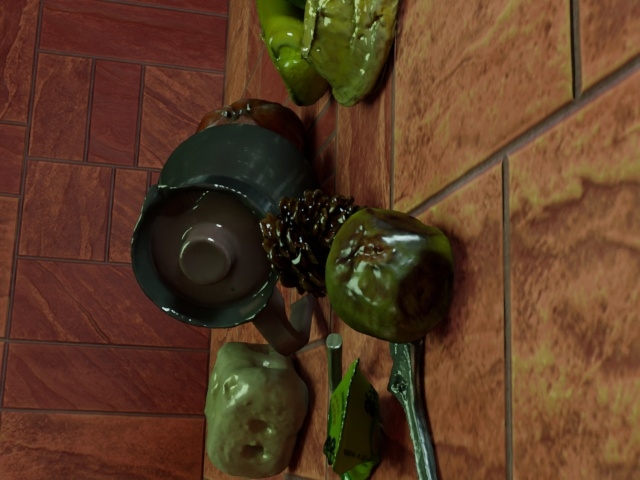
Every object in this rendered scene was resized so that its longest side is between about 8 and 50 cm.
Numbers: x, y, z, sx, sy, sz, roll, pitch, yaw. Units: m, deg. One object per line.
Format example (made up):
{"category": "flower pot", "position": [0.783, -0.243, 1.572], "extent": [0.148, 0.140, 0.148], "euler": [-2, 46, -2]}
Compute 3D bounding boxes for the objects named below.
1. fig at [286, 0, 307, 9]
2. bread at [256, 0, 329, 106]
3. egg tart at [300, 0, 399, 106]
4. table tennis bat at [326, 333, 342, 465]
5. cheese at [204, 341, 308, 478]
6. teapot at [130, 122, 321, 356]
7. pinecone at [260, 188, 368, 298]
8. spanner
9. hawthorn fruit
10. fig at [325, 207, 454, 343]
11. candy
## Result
{"category": "fig", "position": [-0.015, -0.479, 1.554], "extent": [0.245, 0.195, 0.195], "euler": [58, 163, 1]}
{"category": "bread", "position": [-0.046, -0.401, 1.699], "extent": [0.384, 0.112, 0.166], "euler": [-102, -14, -52]}
{"category": "egg tart", "position": [0.036, -0.347, 1.364], "extent": [0.290, 0.115, 0.291], "euler": [-174, 90, -78]}
{"category": "table tennis bat", "position": [0.020, 0.221, 1.304], "extent": [0.138, 0.022, 0.247], "euler": [-82, -6, -46]}
{"category": "cheese", "position": [-0.118, 0.327, 1.675], "extent": [0.251, 0.173, 0.248], "euler": [-170, 86, -72]}
{"category": "teapot", "position": [-0.139, 0.006, 1.538], "extent": [0.305, 0.376, 0.362], "euler": [-33, 12, 17]}
{"category": "pinecone", "position": [0.000, 0.000, 1.313], "extent": [0.173, 0.173, 0.174], "euler": [-175, 90, -77]}
{"category": "spanner", "position": [0.114, 0.226, 1.022], "extent": [0.093, 0.026, 0.326], "euler": [109, 159, -45]}
{"category": "hawthorn fruit", "position": [-0.132, -0.140, 1.815], "extent": [0.242, 0.241, 0.272], "euler": [-113, 9, -64]}
{"category": "fig", "position": [0.076, 0.044, 1.023], "extent": [0.154, 0.144, 0.166], "euler": [51, 160, 15]}
{"category": "candy", "position": [0.045, 0.249, 1.190], "extent": [0.246, 0.069, 0.149], "euler": [67, -153, -68]}
